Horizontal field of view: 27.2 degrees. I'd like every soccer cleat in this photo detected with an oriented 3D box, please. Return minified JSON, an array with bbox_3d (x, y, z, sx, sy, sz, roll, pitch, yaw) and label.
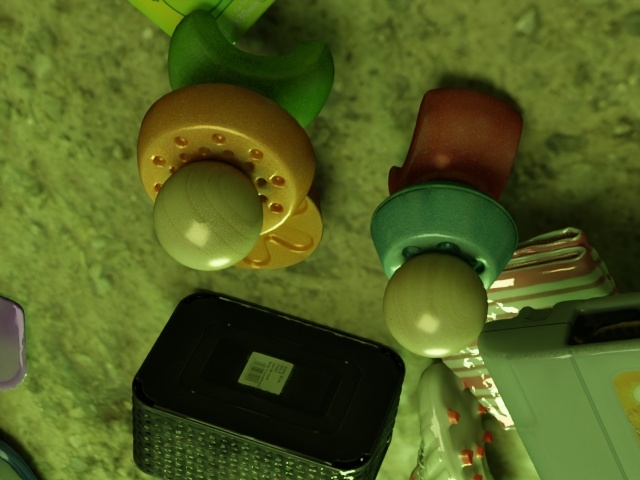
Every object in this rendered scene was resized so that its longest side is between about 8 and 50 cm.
[{"bbox_3d":[0.096,0.170,0.999,0.076,0.068,0.196,0,132,28],"label":"soccer cleat"}]

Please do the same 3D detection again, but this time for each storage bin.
[{"bbox_3d":[-0.039,0.126,0.979,0.180,0.122,0.084,17,134,10],"label":"storage bin"}]

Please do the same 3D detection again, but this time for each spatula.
[{"bbox_3d":[-0.285,0.007,1.051,0.084,0.030,0.296,12,133,13],"label":"spatula"}]

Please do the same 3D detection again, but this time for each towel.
[{"bbox_3d":[0.150,0.065,0.891,0.144,0.029,0.197,-11,137,33],"label":"towel"}]

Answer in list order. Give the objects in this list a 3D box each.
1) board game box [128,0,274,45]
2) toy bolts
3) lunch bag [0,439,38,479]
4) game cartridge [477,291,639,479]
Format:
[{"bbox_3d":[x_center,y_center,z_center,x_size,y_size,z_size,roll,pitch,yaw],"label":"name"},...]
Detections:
[{"bbox_3d":[-0.104,-0.194,0.780,0.181,0.043,0.092,39,134,-12],"label":"board game box"},{"bbox_3d":[0.000,0.000,0.796,0.229,0.158,0.218,12,140,-2],"label":"toy bolts"},{"bbox_3d":[-0.385,0.304,1.304,0.303,0.115,0.243,-10,126,30],"label":"lunch bag"},{"bbox_3d":[0.256,0.109,0.734,0.297,0.062,0.198,-10,120,31],"label":"game cartridge"}]
